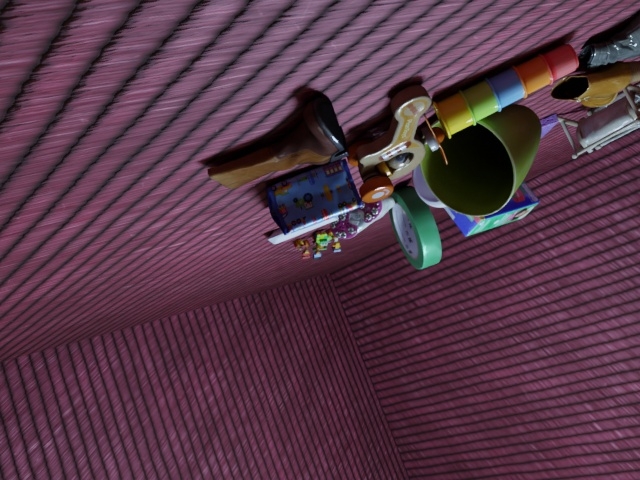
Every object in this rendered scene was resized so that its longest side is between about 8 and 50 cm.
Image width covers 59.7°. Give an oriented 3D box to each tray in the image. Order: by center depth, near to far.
[{"bbox_3d":[-0.065,-0.054,2.085,0.271,0.030,0.145,-22,172,2],"label":"tray"}]

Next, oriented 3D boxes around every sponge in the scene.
[{"bbox_3d":[0.763,-0.387,2.002,0.117,0.031,0.210,-21,172,3],"label":"sponge"}]

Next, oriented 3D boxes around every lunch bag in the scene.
[{"bbox_3d":[-0.032,-0.115,1.568,0.221,0.138,0.293,-21,-176,-6],"label":"lunch bag"}]

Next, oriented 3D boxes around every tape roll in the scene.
[{"bbox_3d":[0.358,-0.050,2.146,0.077,0.321,0.321,-19,171,-7],"label":"tape roll"}]

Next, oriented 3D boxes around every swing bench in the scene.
[{"bbox_3d":[0.996,-0.422,1.900,0.255,0.165,0.253,-16,170,-34],"label":"swing bench"}]

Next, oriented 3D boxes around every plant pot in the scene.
[{"bbox_3d":[0.459,-0.252,1.486,0.294,0.274,0.275,-35,-179,-35],"label":"plant pot"}]

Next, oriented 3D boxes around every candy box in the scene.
[{"bbox_3d":[0.605,-0.180,2.082,0.317,0.268,0.122,-17,152,-27],"label":"candy box"}]

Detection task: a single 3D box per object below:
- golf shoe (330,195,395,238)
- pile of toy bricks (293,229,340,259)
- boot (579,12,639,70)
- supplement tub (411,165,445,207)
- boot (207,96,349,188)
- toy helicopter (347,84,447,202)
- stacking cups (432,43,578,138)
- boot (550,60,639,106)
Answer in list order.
[{"bbox_3d":[0.163,-0.091,2.146,0.140,0.115,0.306,-18,173,-43],"label":"golf shoe"},{"bbox_3d":[0.000,0.000,2.399,0.212,0.118,0.105,-9,135,-19],"label":"pile of toy bricks"},{"bbox_3d":[0.690,-0.454,1.266,0.161,0.083,0.246,-17,171,12],"label":"boot"},{"bbox_3d":[0.440,-0.216,1.743,0.272,0.191,0.191,-15,169,-34],"label":"supplement tub"},{"bbox_3d":[-0.095,-0.186,1.117,0.281,0.096,0.264,-15,180,7],"label":"boot"},{"bbox_3d":[0.199,-0.235,1.285,0.235,0.140,0.355,-15,160,-8],"label":"toy helicopter"},{"bbox_3d":[0.419,-0.338,1.260,0.316,0.096,0.096,-23,171,13],"label":"stacking cups"},{"bbox_3d":[0.711,-0.412,1.502,0.211,0.104,0.295,-13,-179,-7],"label":"boot"}]
